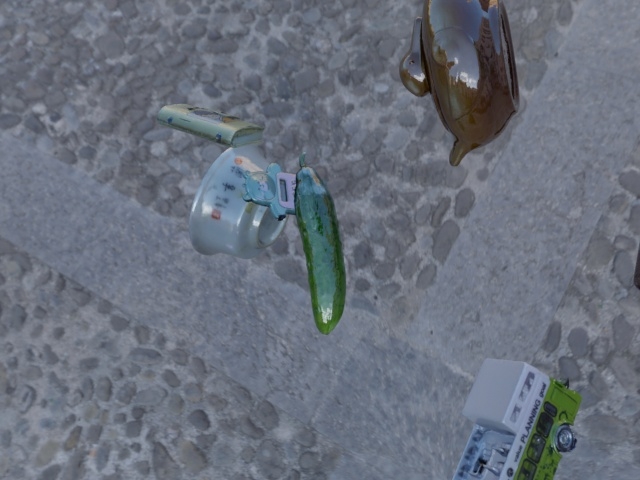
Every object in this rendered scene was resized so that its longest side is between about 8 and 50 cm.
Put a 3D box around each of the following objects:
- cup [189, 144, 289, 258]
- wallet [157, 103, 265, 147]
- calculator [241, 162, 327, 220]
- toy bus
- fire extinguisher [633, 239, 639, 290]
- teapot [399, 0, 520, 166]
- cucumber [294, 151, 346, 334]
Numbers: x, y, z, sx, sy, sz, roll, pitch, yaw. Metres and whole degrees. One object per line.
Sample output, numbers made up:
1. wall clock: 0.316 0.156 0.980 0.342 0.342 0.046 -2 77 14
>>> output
1. cup: -0.193 -0.084 1.690 0.163 0.347 0.347 26 75 18
2. wallet: -0.182 -0.198 1.030 0.155 0.110 0.039 21 113 21
3. calculator: -0.049 -0.070 0.877 0.141 0.019 0.094 7 61 -28
4. toy bus: 0.261 0.326 0.870 0.139 0.113 0.301 37 68 -19
5. fire extinguisher: 0.369 0.015 0.659 0.045 0.078 0.157 13 59 20
6. teapot: 0.096 -0.118 0.431 0.078 0.098 0.129 -7 110 26
7. cucumber: 0.000 0.000 0.808 0.056 0.056 0.250 -10 86 7
